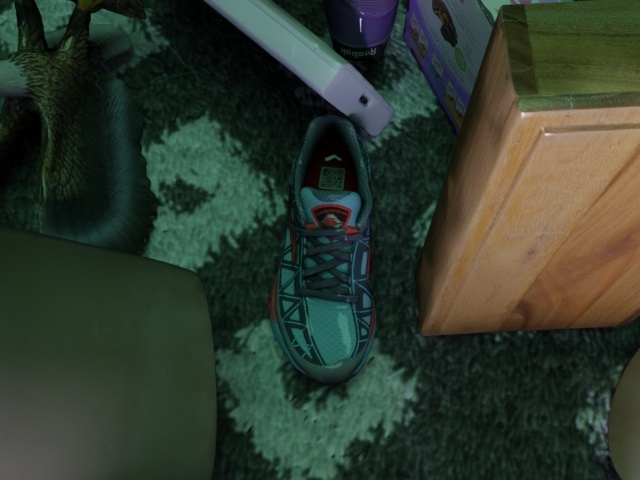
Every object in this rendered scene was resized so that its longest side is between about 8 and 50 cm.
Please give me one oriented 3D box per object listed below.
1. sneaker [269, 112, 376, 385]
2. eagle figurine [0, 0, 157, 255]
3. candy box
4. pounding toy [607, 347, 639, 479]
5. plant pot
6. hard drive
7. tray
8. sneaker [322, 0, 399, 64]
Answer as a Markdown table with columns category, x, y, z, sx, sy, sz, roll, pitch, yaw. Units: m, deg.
| category | x | y | z | sx | sy | sz | roll | pitch | yaw |
| --- | --- | --- | --- | --- | --- | --- | --- | --- | --- |
| sneaker | 0.000 | 0.000 | 0.731 | 0.104 | 0.125 | 0.262 | -1 | 68 | 1 |
| eagle figurine | -0.282 | -0.123 | 0.777 | 0.226 | 0.225 | 0.299 | 17 | 100 | 49 |
| candy box | 0.153 | -0.213 | 0.778 | 0.070 | 0.196 | 0.165 | -21 | 70 | -8 |
| pounding toy | 0.359 | 0.135 | 0.670 | 0.110 | 0.183 | 0.237 | 30 | 66 | -15 |
| plant pot | -0.234 | 0.118 | 0.611 | 0.280 | 0.323 | 0.323 | -2 | 67 | -17 |
| hard drive | -0.070 | -0.227 | 0.787 | 0.307 | 0.203 | 0.040 | 42 | 99 | 15 |
| tray | 0.195 | -0.017 | 0.582 | 0.202 | 0.411 | 0.076 | -2 | 69 | -1 |
| sneaker | 0.042 | -0.285 | 0.851 | 0.107 | 0.124 | 0.283 | 7 | 36 | 5 |
